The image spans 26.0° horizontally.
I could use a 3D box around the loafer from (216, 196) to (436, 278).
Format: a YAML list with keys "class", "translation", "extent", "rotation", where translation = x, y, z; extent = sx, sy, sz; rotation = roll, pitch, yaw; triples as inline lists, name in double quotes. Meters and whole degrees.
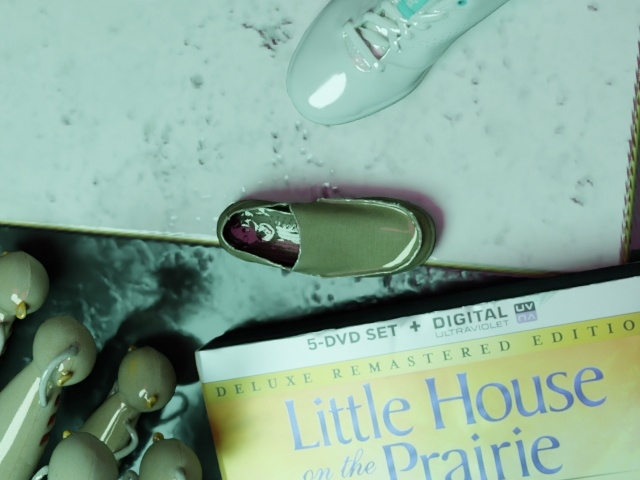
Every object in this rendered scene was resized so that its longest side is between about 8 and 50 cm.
- class: "loafer"
  translation: [0.000, 0.000, 0.894]
  extent: [0.148, 0.050, 0.056]
  rotation: [-1, 98, 14]

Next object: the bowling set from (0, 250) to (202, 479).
- class: "bowling set"
  translation: [-0.133, 0.131, 0.904]
  extent: [0.200, 0.287, 0.154]
  rotation: [19, 116, -33]

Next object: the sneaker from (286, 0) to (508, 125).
- class: "sneaker"
  translation: [0.060, -0.144, 0.837]
  extent: [0.212, 0.094, 0.080]
  rotation: [-35, 90, 16]

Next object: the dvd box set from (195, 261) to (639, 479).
- class: "dvd box set"
  translation: [0.110, 0.242, 0.896]
  extent: [0.308, 0.062, 0.420]
  rotation: [-10, 96, 14]
